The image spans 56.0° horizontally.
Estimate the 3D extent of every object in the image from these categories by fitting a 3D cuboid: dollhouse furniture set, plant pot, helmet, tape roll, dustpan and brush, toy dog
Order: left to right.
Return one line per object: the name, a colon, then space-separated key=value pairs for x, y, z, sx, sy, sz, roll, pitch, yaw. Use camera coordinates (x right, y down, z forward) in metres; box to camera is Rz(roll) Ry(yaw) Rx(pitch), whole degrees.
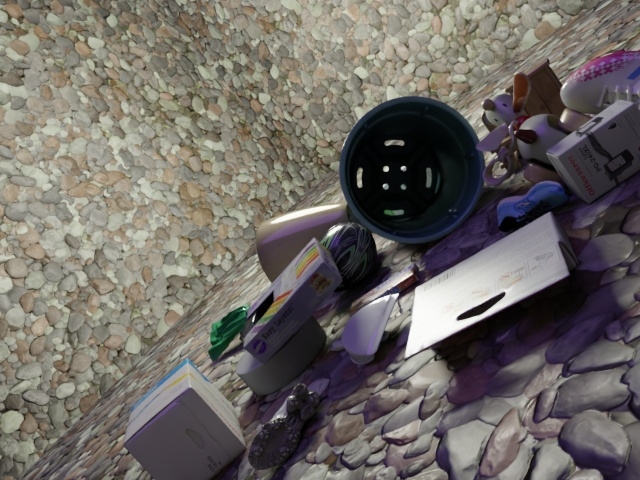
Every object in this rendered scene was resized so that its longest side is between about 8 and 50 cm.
tape roll: x=-0.092 y=0.258 z=1.400 sx=0.219 sy=0.072 sz=0.219 roll=-38 pitch=11 yaw=9
plant pot: x=0.000 y=0.000 z=1.722 sx=0.274 sy=0.256 sz=0.256 roll=-27 pitch=15 yaw=30
helmet: x=0.066 y=0.038 z=1.547 sx=0.161 sy=0.169 sz=0.169 roll=-46 pitch=5 yaw=33
dustpan and brush: x=0.075 y=0.190 z=1.196 sx=0.211 sy=0.060 sz=0.147 roll=-18 pitch=35 yaw=47
plant pot: x=0.214 y=-0.170 z=1.556 sx=0.341 sy=0.341 sz=0.334 roll=-39 pitch=2 yaw=2
toy dog: x=0.401 y=-0.225 z=1.220 sx=0.333 sy=0.161 sz=0.220 roll=24 pitch=97 yaw=67
dollhouse furniture set: x=0.480 y=-0.255 z=1.332 sx=0.303 sy=0.174 sz=0.355 roll=-33 pitch=12 yaw=32

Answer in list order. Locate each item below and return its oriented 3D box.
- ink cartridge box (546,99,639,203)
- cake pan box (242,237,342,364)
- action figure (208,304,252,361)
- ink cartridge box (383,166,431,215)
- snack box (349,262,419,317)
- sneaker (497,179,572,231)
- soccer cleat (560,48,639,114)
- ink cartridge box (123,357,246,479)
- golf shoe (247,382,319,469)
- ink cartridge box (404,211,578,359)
ink cartridge box: x=0.489 y=-0.152 z=1.041 sx=0.150 sy=0.109 sz=0.063 roll=-37 pitch=14 yaw=12
cake pan box: x=-0.070 y=0.132 z=1.370 sx=0.267 sy=0.070 sz=0.246 roll=-48 pitch=10 yaw=8
action figure: x=-0.265 y=0.267 z=1.866 sx=0.232 sy=0.063 sz=0.137 roll=-41 pitch=46 yaw=35
ink cartridge box: x=0.231 y=-0.155 z=1.908 sx=0.273 sy=0.115 sz=0.198 roll=-41 pitch=11 yaw=-11
snack box: x=0.142 y=0.115 z=1.339 sx=0.178 sy=0.022 sz=0.064 roll=-35 pitch=10 yaw=20
sneaker: x=0.399 y=-0.055 z=1.129 sx=0.162 sy=0.063 sz=0.073 roll=-32 pitch=30 yaw=53
soccer cleat: x=0.581 y=-0.269 z=1.065 sx=0.331 sy=0.116 sz=0.143 roll=-5 pitch=50 yaw=44
ink cartridge box: x=-0.281 y=0.383 z=1.242 sx=0.168 sy=0.171 sz=0.232 roll=-41 pitch=10 yaw=-9
golf shoe: x=-0.068 y=0.338 z=1.063 sx=0.176 sy=0.069 sz=0.086 roll=-44 pitch=-9 yaw=-38
ink cartridge box: x=0.267 y=0.084 z=0.948 sx=0.275 sy=0.060 sz=0.239 roll=-33 pitch=13 yaw=24
